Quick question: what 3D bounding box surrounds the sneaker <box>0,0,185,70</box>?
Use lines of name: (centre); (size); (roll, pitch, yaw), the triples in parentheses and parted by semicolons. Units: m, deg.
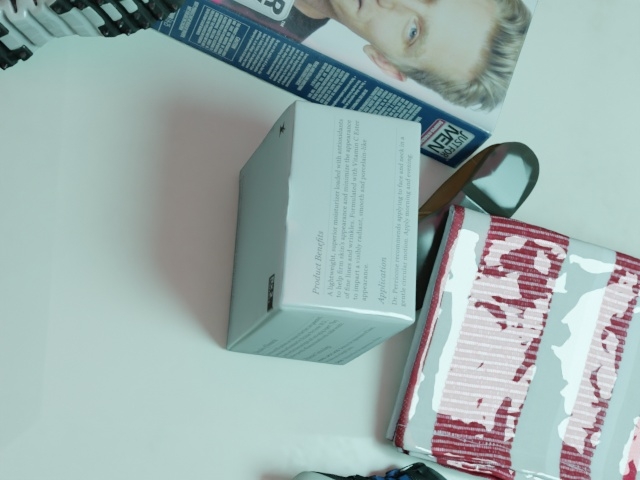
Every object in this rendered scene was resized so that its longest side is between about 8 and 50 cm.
sneaker: (-0.222, -0.228, 1.158); (0.234, 0.078, 0.106); (-13, 60, 18)

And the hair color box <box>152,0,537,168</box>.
hair color box: (0.019, -0.226, 1.257); (0.347, 0.105, 0.174); (24, 69, -9)

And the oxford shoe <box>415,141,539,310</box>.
oxford shoe: (0.117, -0.009, 1.243); (0.212, 0.076, 0.076); (-44, 105, -8)

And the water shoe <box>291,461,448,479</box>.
water shoe: (0.066, 0.234, 1.158); (0.203, 0.073, 0.080); (23, 46, -13)

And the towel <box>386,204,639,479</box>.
towel: (0.244, 0.122, 1.216); (0.329, 0.037, 0.237); (17, 85, -13)

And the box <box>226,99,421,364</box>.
box: (0.000, 0.000, 1.139); (0.119, 0.182, 0.181); (9, 71, -16)
